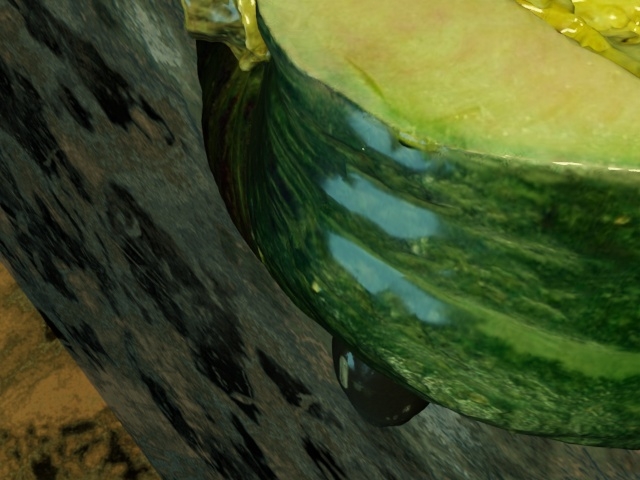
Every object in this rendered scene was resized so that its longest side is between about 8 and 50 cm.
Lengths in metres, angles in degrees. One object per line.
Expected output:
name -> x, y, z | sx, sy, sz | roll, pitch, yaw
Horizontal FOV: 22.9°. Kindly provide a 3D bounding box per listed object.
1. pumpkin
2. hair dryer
pumpkin -> 0.079, -0.048, 0.560 | 0.293, 0.263, 0.197 | -103, 12, -47
hair dryer -> 0.000, 0.000, 1.222 | 0.272, 0.091, 0.235 | 45, 152, 32
